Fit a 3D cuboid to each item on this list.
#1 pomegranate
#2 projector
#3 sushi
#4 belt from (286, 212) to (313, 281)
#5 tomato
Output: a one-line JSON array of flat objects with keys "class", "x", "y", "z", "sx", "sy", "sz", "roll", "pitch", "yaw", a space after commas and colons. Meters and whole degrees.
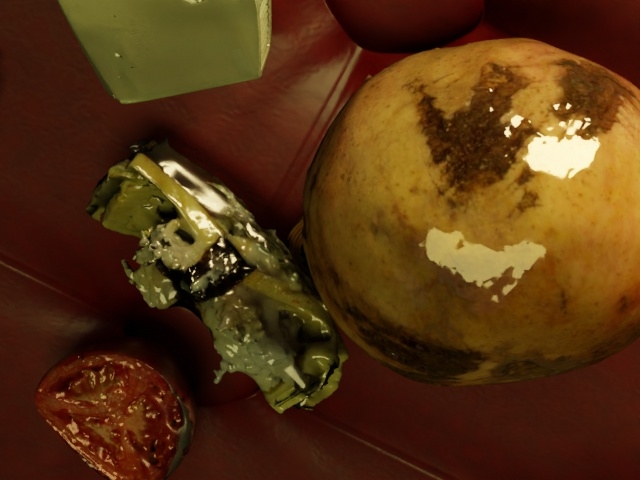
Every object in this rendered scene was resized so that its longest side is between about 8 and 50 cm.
[{"class": "pomegranate", "x": 0.144, "y": -0.019, "z": 1.620, "sx": 0.322, "sy": 0.322, "sz": 0.322, "roll": 8, "pitch": 129, "yaw": 11}, {"class": "projector", "x": -0.135, "y": -0.253, "z": 1.645, "sx": 0.194, "sy": 0.088, "sz": 0.269, "roll": -9, "pitch": 125, "yaw": 21}, {"class": "sushi", "x": -0.100, "y": 0.044, "z": 1.828, "sx": 0.291, "sy": 0.131, "sz": 0.139, "roll": 44, "pitch": 138, "yaw": -4}, {"class": "belt", "x": 0.000, "y": 0.000, "z": 1.836, "sx": 0.059, "sy": 0.036, "sz": 0.083, "roll": 25, "pitch": 130, "yaw": 6}, {"class": "tomato", "x": -0.187, "y": 0.158, "z": 1.985, "sx": 0.166, "sy": 0.082, "sz": 0.174, "roll": 46, "pitch": 130, "yaw": -14}]
